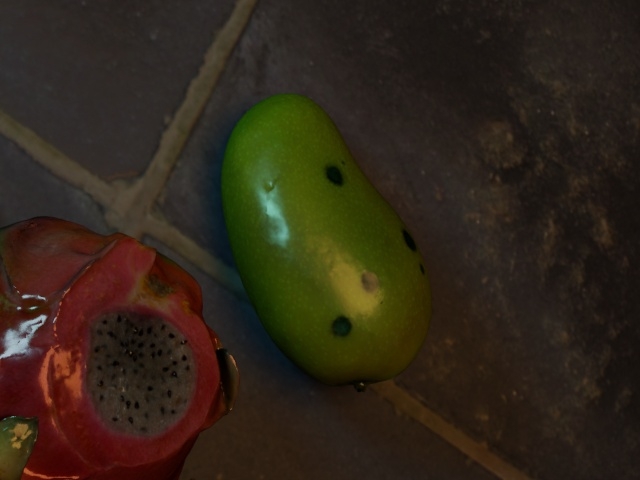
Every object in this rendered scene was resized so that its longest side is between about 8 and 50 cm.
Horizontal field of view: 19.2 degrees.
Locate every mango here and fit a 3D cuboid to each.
[{"bbox_3d":[0.000,0.000,1.768,0.175,0.143,0.293,-18,81,-35],"label":"mango"}]

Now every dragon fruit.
[{"bbox_3d":[-0.200,0.120,1.564,0.290,0.189,0.291,-2,93,-37],"label":"dragon fruit"}]
